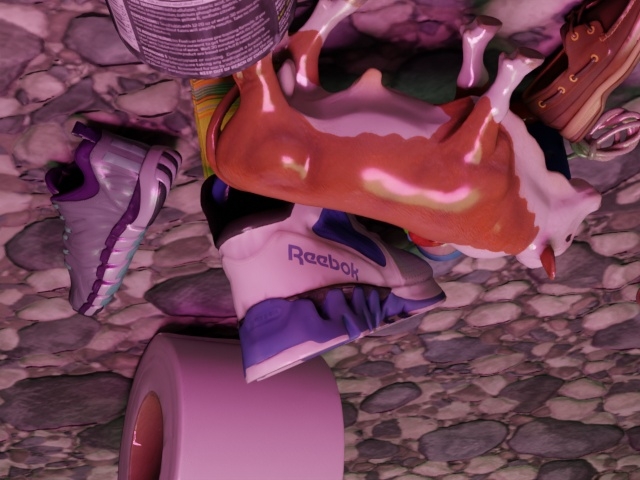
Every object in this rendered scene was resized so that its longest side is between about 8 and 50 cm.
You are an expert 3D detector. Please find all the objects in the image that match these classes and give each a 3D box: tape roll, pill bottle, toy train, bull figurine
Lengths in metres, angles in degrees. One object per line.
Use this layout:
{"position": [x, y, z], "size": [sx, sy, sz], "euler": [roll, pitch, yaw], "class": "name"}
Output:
{"position": [-0.098, 0.225, 1.503], "size": [0.169, 0.246, 0.246], "euler": [7, 146, -20], "class": "tape roll"}
{"position": [-0.085, -0.210, 0.896], "size": [0.130, 0.130, 0.245], "euler": [-6, 156, 1], "class": "pill bottle"}
{"position": [0.185, -0.046, 1.265], "size": [0.248, 0.105, 0.143], "euler": [-10, 158, 7], "class": "toy train"}
{"position": [0.070, -0.077, 1.106], "size": [0.310, 0.101, 0.188], "euler": [9, 118, -2], "class": "bull figurine"}

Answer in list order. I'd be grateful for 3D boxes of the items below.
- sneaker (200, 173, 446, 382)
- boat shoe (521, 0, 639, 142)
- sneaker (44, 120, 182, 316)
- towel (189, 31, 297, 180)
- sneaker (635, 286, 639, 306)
{"position": [-0.001, 0.000, 1.256], "size": [0.127, 0.182, 0.315], "euler": [-22, 177, 20], "class": "sneaker"}
{"position": [0.212, -0.150, 1.129], "size": [0.060, 0.064, 0.178], "euler": [27, 133, -3], "class": "boat shoe"}
{"position": [-0.198, -0.022, 1.276], "size": [0.098, 0.083, 0.223], "euler": [26, 136, -9], "class": "sneaker"}
{"position": [-0.051, -0.088, 1.226], "size": [0.102, 0.021, 0.237], "euler": [-4, 148, -1], "class": "towel"}
{"position": [0.383, 0.052, 1.495], "size": [0.118, 0.042, 0.067], "euler": [-23, 141, 22], "class": "sneaker"}
